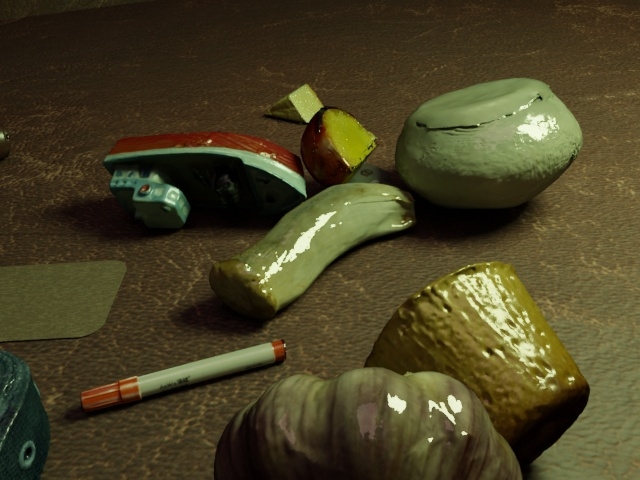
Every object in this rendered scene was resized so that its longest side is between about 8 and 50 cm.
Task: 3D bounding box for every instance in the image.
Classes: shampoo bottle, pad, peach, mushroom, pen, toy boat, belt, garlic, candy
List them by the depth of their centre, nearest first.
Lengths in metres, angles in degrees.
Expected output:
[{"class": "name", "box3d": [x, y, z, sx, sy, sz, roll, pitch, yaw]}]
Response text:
[{"class": "garlic", "box3d": [0.037, 0.206, 0.465, 0.245, 0.245, 0.160, -1, 31, 4]}, {"class": "belt", "box3d": [-0.341, 0.198, 0.598, 0.122, 0.128, 0.218, -3, 34, 0]}, {"class": "pen", "box3d": [-0.155, 0.156, 0.734, 0.239, 0.028, 0.028, -13, 34, -14]}, {"class": "pad", "box3d": [-0.422, 0.085, 0.893, 0.266, 0.002, 0.176, -3, 33, 1]}, {"class": "mushroom", "box3d": [0.000, 0.000, 0.906, 0.351, 0.095, 0.123, -30, 65, -34]}, {"class": "candy", "box3d": [0.263, -0.142, 1.007, 0.295, 0.185, 0.295, -17, 28, 9]}, {"class": "toy boat", "box3d": [-0.182, -0.087, 1.017, 0.332, 0.145, 0.133, 1, 57, 10]}, {"class": "peach", "box3d": [0.025, -0.140, 1.028, 0.127, 0.092, 0.172, 28, 40, -23]}, {"class": "shampoo bottle", "box3d": [0.078, -0.104, 1.094, 0.080, 0.040, 0.165, -28, 39, -30]}]

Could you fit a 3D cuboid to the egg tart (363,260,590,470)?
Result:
[{"class": "egg tart", "box3d": [0.157, 0.134, 0.602, 0.202, 0.202, 0.147, -22, 50, -25]}]

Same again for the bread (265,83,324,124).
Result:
[{"class": "bread", "box3d": [-0.062, -0.286, 1.409, 0.109, 0.080, 0.084, -22, 14, 45]}]

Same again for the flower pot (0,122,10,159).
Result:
[{"class": "flower pot", "box3d": [-0.684, -0.197, 1.271, 0.089, 0.111, 0.111, -17, 33, -41]}]
